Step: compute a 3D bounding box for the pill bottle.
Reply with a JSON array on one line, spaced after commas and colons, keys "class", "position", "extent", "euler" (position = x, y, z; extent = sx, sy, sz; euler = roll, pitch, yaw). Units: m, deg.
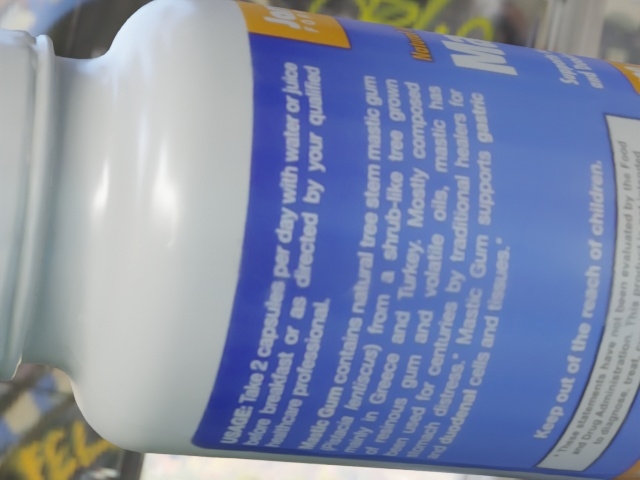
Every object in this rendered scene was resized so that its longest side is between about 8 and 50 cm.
[{"class": "pill bottle", "position": [0.000, 0.000, 0.487], "extent": [0.272, 0.152, 0.152], "euler": [7, -3, -16]}]
